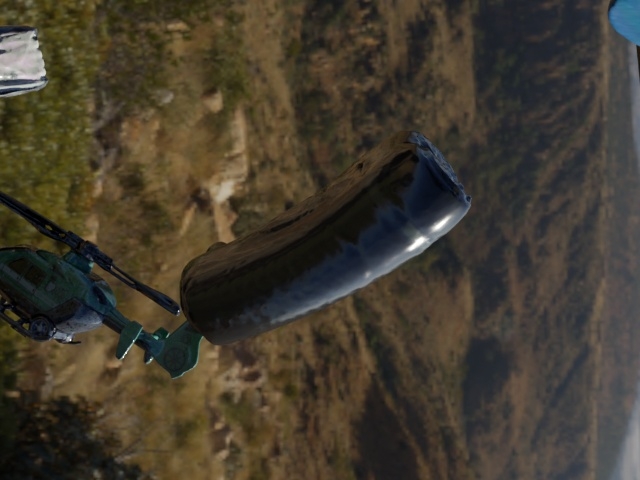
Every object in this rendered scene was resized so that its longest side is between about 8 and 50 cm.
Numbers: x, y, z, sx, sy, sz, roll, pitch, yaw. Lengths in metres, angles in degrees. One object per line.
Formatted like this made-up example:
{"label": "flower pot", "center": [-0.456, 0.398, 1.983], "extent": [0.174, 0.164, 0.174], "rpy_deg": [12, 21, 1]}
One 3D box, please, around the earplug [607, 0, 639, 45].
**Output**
{"label": "earplug", "center": [0.341, -0.301, 0.791], "extent": [0.132, 0.132, 0.273], "rpy_deg": [33, 73, -63]}

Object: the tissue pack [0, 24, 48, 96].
{"label": "tissue pack", "center": [-0.627, -0.256, 1.462], "extent": [0.259, 0.361, 0.122], "rpy_deg": [-31, 119, -44]}

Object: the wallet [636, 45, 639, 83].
{"label": "wallet", "center": [0.434, -0.163, 1.036], "extent": [0.049, 0.182, 0.229], "rpy_deg": [27, 57, -32]}

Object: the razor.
{"label": "razor", "center": [0.002, 0.001, 1.095], "extent": [0.113, 0.349, 0.204], "rpy_deg": [56, 12, -16]}

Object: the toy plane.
{"label": "toy plane", "center": [-0.328, 0.081, 1.311], "extent": [0.155, 0.382, 0.106], "rpy_deg": [-59, 162, 0]}
